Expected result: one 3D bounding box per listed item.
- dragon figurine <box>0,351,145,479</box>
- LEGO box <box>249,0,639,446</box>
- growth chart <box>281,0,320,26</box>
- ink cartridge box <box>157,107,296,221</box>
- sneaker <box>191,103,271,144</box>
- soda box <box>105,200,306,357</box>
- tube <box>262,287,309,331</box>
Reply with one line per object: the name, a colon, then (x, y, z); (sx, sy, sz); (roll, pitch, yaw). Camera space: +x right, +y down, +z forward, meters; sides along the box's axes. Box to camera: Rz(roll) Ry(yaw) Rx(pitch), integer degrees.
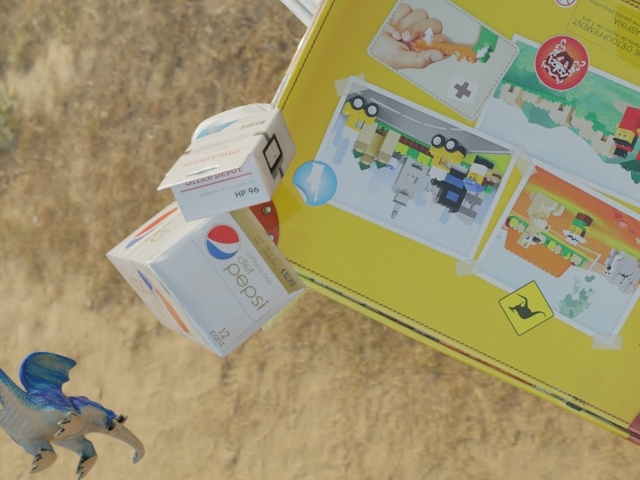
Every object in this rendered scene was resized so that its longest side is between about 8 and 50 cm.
dragon figurine: (-0.287, 0.173, 1.117); (0.144, 0.289, 0.085); (39, 98, 27)
LEGO box: (0.195, -0.067, 1.057); (0.372, 0.500, 0.193); (-64, 3, 5)
growth chart: (0.018, -0.352, 1.307); (0.172, 0.021, 0.237); (54, 139, 14)
ink cartridge box: (-0.046, -0.036, 0.540); (0.048, 0.083, 0.028); (-14, 112, 18)
sneaker: (-0.025, -0.140, 1.426); (0.129, 0.297, 0.111); (147, 121, -85)
soda box: (-0.084, 0.019, 0.708); (0.074, 0.069, 0.216); (53, 167, -11)
tube: (0.000, 0.000, 1.277); (0.070, 0.240, 0.062); (46, 162, 5)
